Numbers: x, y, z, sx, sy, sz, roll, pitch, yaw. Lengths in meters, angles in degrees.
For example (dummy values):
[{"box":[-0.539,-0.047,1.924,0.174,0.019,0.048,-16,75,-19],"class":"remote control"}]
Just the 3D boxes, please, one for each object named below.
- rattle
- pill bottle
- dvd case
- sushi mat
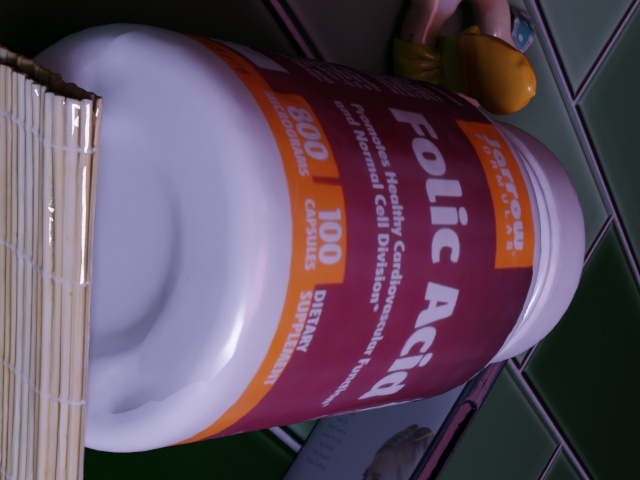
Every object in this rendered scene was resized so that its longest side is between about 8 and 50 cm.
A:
[{"box":[0.162,-0.149,0.966,0.200,0.143,0.130,9,84,-48],"class":"rattle"},{"box":[0.000,0.000,0.757,0.392,0.224,0.224,0,110,-53],"class":"pill bottle"},{"box":[0.045,0.165,0.970,0.022,0.180,0.253,38,77,-22],"class":"dvd case"},{"box":[-0.176,0.052,0.618,0.019,0.151,0.316,-23,127,-49],"class":"sushi mat"}]
